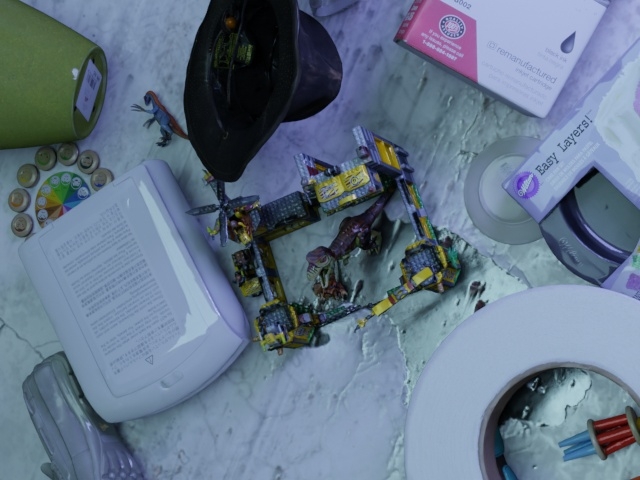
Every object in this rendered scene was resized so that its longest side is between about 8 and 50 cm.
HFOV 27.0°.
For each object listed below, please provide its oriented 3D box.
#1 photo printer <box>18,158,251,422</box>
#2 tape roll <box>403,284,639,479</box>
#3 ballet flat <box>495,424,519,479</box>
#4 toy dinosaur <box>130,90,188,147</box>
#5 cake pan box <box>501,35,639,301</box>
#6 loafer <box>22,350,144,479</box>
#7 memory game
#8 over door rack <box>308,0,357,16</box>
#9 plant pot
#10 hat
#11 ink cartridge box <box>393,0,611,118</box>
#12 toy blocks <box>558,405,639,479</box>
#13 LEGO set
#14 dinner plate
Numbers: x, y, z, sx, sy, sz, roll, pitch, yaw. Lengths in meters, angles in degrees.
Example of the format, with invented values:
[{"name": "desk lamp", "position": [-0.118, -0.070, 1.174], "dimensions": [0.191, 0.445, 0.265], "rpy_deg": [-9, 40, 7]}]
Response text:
[{"name": "photo printer", "position": [-0.251, 0.081, 1.840], "dimensions": [0.256, 0.107, 0.308], "rpy_deg": [-33, 75, 16]}, {"name": "tape roll", "position": [0.289, 0.245, 1.550], "dimensions": [0.392, 0.072, 0.392], "rpy_deg": [-2, 85, 19]}, {"name": "ballet flat", "position": [0.204, 0.280, 1.652], "dimensions": [0.074, 0.074, 0.203], "rpy_deg": [-28, 76, 17]}, {"name": "toy dinosaur", "position": [-0.227, -0.177, 1.914], "dimensions": [0.090, 0.047, 0.082], "rpy_deg": [-1, 72, -10]}, {"name": "cake pan box", "position": [0.385, -0.069, 1.594], "dimensions": [0.267, 0.070, 0.246], "rpy_deg": [-47, 73, 20]}, {"name": "loafer", "position": [-0.328, 0.309, 1.854], "dimensions": [0.111, 0.112, 0.319], "rpy_deg": [-34, 64, 21]}, {"name": "memory game", "position": [-0.383, -0.055, 1.967], "dimensions": [0.186, 0.012, 0.186], "rpy_deg": [-3, 83, 22]}, {"name": "over door rack", "position": [0.093, -0.469, 1.766], "dimensions": [0.324, 0.108, 0.240], "rpy_deg": [-21, 77, 19]}, {"name": "plant pot", "position": [-0.466, -0.241, 1.910], "dimensions": [0.293, 0.275, 0.275], "rpy_deg": [12, 88, 9]}, {"name": "hat", "position": [-0.055, -0.214, 1.682], "dimensions": [0.331, 0.134, 0.331], "rpy_deg": [-28, 58, 57]}, {"name": "ink cartridge box", "position": [0.247, -0.320, 1.639], "dimensions": [0.207, 0.117, 0.283], "rpy_deg": [28, 95, -5]}, {"name": "toy blocks", "position": [0.369, 0.262, 1.592], "dimensions": [0.148, 0.054, 0.123], "rpy_deg": [-24, 75, 19]}, {"name": "LEGO set", "position": [0.000, 0.000, 1.702], "dimensions": [0.331, 0.192, 0.255], "rpy_deg": [-15, 78, 21]}, {"name": "dinner plate", "position": [0.249, -0.065, 1.703], "dimensions": [0.141, 0.017, 0.141], "rpy_deg": [-4, 81, 22]}]
